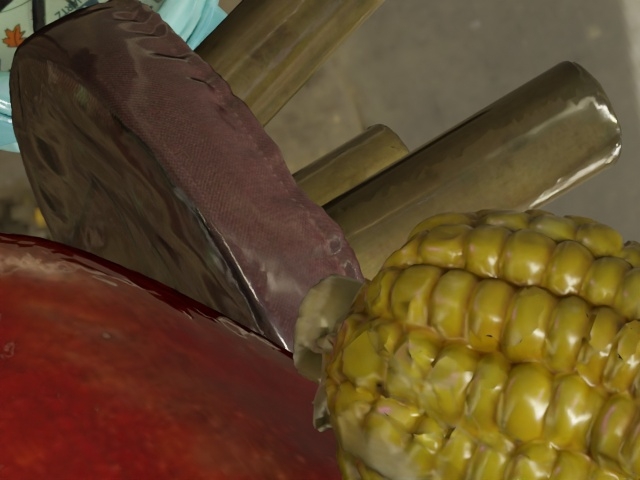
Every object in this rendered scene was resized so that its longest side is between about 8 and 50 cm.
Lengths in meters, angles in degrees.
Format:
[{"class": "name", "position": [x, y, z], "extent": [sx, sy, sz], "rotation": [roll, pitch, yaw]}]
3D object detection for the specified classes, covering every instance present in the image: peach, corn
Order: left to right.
[{"class": "peach", "position": [-0.102, 0.114, 0.529], "extent": [0.275, 0.245, 0.248], "rotation": [-29, 179, -5]}, {"class": "corn", "position": [0.105, 0.055, 0.340], "extent": [0.238, 0.080, 0.080], "rotation": [21, 151, 15]}]

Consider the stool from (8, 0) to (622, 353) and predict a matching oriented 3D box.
[{"class": "stool", "position": [0.000, 0.000, 0.805], "extent": [0.178, 0.272, 0.272], "rotation": [-29, 152, -18]}]

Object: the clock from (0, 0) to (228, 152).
[{"class": "clock", "position": [-0.173, -0.153, 1.120], "extent": [0.223, 0.274, 0.094], "rotation": [-40, 161, -19]}]
